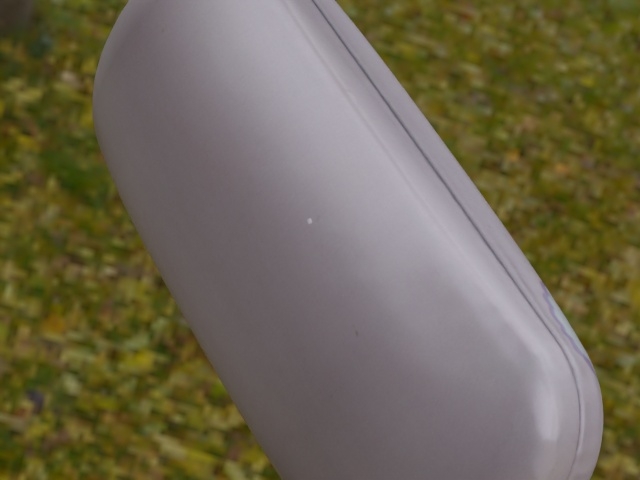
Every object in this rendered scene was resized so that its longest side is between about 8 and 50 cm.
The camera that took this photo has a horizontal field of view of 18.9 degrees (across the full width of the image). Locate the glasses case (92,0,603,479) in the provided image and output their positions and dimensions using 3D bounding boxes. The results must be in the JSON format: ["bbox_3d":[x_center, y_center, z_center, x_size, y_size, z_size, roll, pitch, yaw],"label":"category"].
[{"bbox_3d":[0.000,0.000,0.726,0.075,0.113,0.297,16,34,-47],"label":"glasses case"}]
